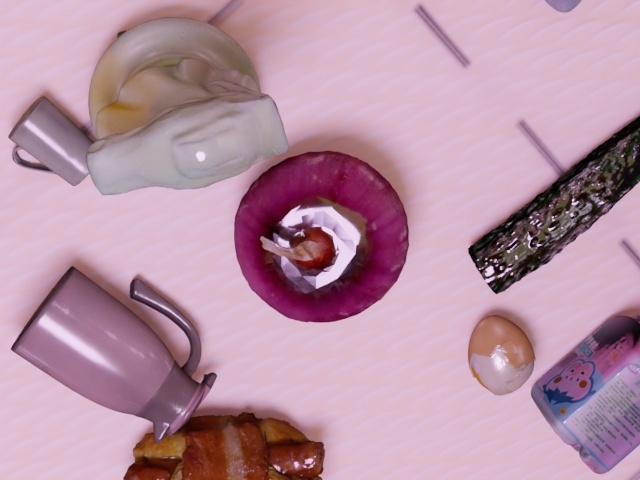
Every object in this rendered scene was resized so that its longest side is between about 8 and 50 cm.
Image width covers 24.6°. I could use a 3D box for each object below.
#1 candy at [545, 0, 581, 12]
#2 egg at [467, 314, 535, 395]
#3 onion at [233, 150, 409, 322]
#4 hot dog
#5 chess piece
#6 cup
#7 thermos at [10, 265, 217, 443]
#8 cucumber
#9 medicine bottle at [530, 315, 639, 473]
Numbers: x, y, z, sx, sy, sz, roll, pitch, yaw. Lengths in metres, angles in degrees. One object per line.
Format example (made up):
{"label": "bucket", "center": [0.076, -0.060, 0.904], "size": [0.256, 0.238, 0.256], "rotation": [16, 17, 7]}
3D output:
{"label": "candy", "center": [0.251, -0.329, 1.448], "size": [0.138, 0.071, 0.174], "rotation": [38, 99, -15]}
{"label": "egg", "center": [0.192, 0.121, 1.568], "size": [0.071, 0.071, 0.083], "rotation": [-25, 104, 1]}
{"label": "onion", "center": [0.002, -0.003, 1.473], "size": [0.177, 0.153, 0.177], "rotation": [-6, 109, -18]}
{"label": "hot dog", "center": [-0.099, 0.241, 1.534], "size": [0.213, 0.146, 0.103], "rotation": [-12, 133, -7]}
{"label": "chess piece", "center": [-0.129, -0.107, 1.351], "size": [0.176, 0.298, 0.175], "rotation": [-2, 106, -8]}
{"label": "cup", "center": [-0.270, -0.091, 1.464], "size": [0.083, 0.054, 0.075], "rotation": [41, 96, -17]}
{"label": "thermos", "center": [-0.199, 0.110, 1.503], "size": [0.193, 0.105, 0.137], "rotation": [36, 61, -9]}
{"label": "cucumber", "center": [0.282, -0.054, 1.534], "size": [0.293, 0.067, 0.067], "rotation": [-39, 106, 4]}
{"label": "medicine bottle", "center": [0.328, 0.146, 1.564], "size": [0.188, 0.119, 0.094], "rotation": [-43, 106, 6]}
